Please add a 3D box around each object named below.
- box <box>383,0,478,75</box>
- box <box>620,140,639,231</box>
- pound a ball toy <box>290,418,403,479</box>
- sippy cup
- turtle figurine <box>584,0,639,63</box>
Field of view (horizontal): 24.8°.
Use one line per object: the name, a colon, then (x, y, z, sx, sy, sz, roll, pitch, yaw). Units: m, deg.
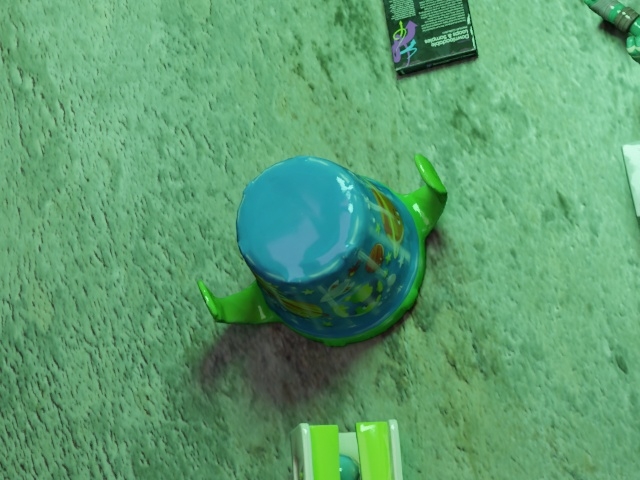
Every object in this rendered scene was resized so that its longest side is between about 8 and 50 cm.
box: (0.147, -0.317, 2.012, 0.116, 0.029, 0.162, -13, 71, 14)
box: (0.438, -0.074, 1.828, 0.101, 0.087, 0.102, -13, 71, 13)
pound a ball toy: (0.075, 0.388, 1.804, 0.208, 0.136, 0.319, -2, 73, -10)
sippy cup: (0.000, 0.000, 1.864, 0.240, 0.224, 0.305, 25, 84, 21)
turtle figurine: (0.452, -0.260, 1.857, 0.175, 0.118, 0.234, -24, 55, -19)
